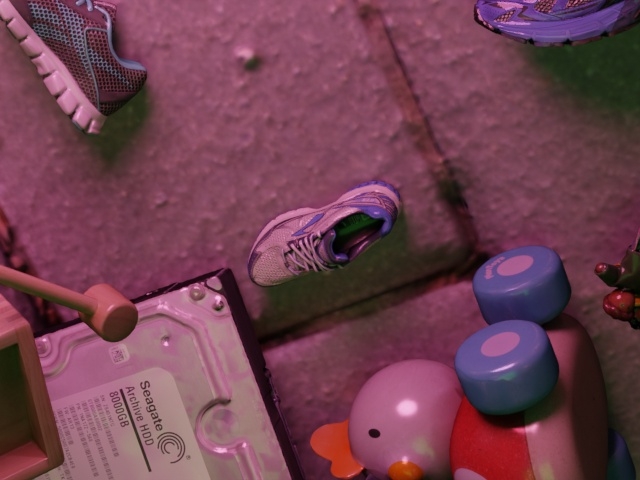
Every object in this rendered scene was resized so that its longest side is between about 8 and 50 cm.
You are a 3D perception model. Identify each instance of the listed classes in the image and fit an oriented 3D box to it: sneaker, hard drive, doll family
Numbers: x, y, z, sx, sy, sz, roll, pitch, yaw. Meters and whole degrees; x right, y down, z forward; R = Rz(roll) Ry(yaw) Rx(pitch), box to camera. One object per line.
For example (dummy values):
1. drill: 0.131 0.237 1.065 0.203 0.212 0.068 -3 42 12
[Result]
1. sneaker: 0.000 0.000 1.306 0.135 0.058 0.052 -30 112 14
2. sneaker: -0.189 -0.162 1.239 0.076 0.065 0.166 -34 115 -2
3. sneaker: 0.215 -0.197 1.209 0.221 0.083 0.087 -16 101 2
4. hard drive: -0.193 0.185 1.354 0.339 0.064 0.237 -18 95 8
5. doll family: 0.296 0.040 1.316 0.193 0.076 0.111 21 109 -12

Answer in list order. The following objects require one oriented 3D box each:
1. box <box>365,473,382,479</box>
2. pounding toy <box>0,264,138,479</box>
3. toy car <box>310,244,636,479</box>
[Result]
1. box: 0.063 0.286 1.247 0.158 0.156 0.093 26 150 19
2. pounding toy: -0.238 0.076 1.187 0.206 0.094 0.181 -25 126 -25
3. toy car: 0.100 0.156 1.314 0.238 0.210 0.219 -14 116 20
